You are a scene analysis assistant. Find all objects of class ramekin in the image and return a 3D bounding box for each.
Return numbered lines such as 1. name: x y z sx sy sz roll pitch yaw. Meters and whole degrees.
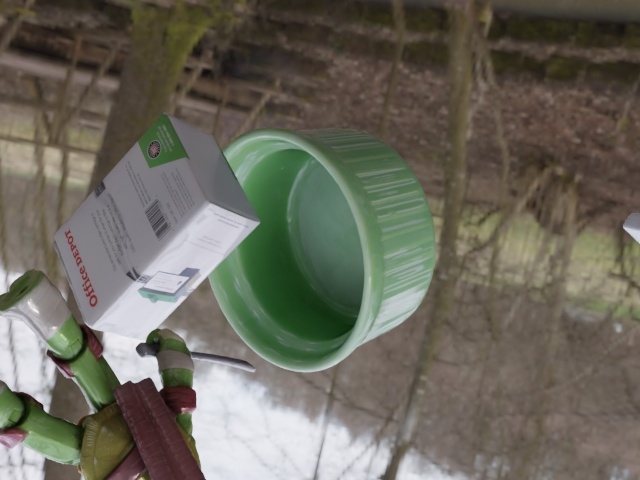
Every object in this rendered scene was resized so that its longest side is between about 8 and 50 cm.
1. ramekin: 0.000 0.000 1.391 0.303 0.303 0.148 14 -159 43

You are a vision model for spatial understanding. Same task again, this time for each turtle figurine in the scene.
1. turtle figurine: -0.205 0.158 0.969 0.266 0.198 0.275 47 -167 -22

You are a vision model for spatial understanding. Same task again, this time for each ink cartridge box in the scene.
1. ink cartridge box: -0.198 -0.013 1.304 0.092 0.219 0.160 23 -150 -48

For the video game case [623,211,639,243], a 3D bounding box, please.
1. video game case: 0.389 0.045 1.010 0.173 0.022 0.190 39 173 -23
